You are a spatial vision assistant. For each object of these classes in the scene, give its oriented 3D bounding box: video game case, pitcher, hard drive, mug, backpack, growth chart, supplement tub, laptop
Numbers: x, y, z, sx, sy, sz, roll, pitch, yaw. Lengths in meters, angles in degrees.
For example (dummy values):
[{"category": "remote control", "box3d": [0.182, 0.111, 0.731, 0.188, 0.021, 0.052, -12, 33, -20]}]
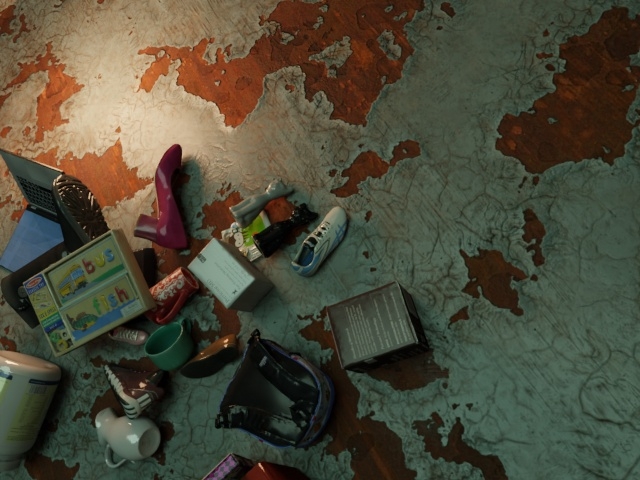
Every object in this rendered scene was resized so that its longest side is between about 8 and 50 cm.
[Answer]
[{"category": "video game case", "box3d": [-0.272, 0.649, 1.354, 0.232, 0.210, 0.042, -41, 62, -12]}, {"category": "pitcher", "box3d": [-0.577, 0.606, 1.584, 0.207, 0.125, 0.178, 0, 93, 33]}, {"category": "hard drive", "box3d": [-0.641, 0.153, 1.788, 0.171, 0.054, 0.255, -11, 69, 19]}, {"category": "mug", "box3d": [-0.443, 0.322, 1.617, 0.157, 0.098, 0.129, -37, 33, -17]}, {"category": "backpack", "box3d": [-0.101, 0.414, 1.392, 0.263, 0.213, 0.277, 21, 88, 35]}, {"category": "growth chart", "box3d": [-0.251, 0.007, 1.695, 0.237, 0.021, 0.172, -36, 64, 5]}, {"category": "supplement tub", "box3d": [-1.009, 0.542, 1.707, 0.235, 0.235, 0.325, 13, 78, 26]}, {"category": "laptop", "box3d": [-1.070, -0.072, 1.948, 0.381, 0.408, 0.236, 18, 47, 26]}, {"category": "mug", "box3d": [-0.470, 0.185, 1.682, 0.169, 0.113, 0.150, -39, 68, 1]}]

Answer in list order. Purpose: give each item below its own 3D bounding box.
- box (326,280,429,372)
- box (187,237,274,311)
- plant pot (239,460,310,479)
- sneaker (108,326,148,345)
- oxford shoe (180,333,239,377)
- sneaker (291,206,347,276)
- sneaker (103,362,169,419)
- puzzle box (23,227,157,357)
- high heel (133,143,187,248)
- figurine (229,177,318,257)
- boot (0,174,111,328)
[{"category": "box", "box3d": [0.150, 0.229, 1.371, 0.203, 0.168, 0.167, -23, 66, 14]}, {"category": "box", "box3d": [-0.259, 0.105, 1.559, 0.181, 0.182, 0.119, 43, 91, 16]}, {"category": "plant pot", "box3d": [-0.110, 0.700, 1.285, 0.267, 0.267, 0.236, -44, 50, 3]}, {"category": "sneaker", "box3d": [-0.630, 0.308, 1.723, 0.134, 0.070, 0.051, 4, 72, 22]}, {"category": "oxford shoe", "box3d": [-0.330, 0.350, 1.598, 0.212, 0.076, 0.076, -29, 34, 14]}, {"category": "sneaker", "box3d": [0.000, 0.000, 1.559, 0.085, 0.086, 0.237, 31, 85, 29]}, {"category": "sneaker", "box3d": [-0.559, 0.437, 1.647, 0.162, 0.107, 0.281, -26, 30, -28]}, {"category": "puzzle box", "box3d": [-0.729, 0.168, 1.662, 0.408, 0.052, 0.272, -28, 85, 19]}, {"category": "high heel", "box3d": [-0.493, -0.152, 1.827, 0.181, 0.127, 0.378, 15, 73, -3]}, {"category": "figurine", "box3d": [-0.147, -0.085, 1.643, 0.209, 0.092, 0.215, -36, 63, -11]}, {"category": "boot", "box3d": [-0.921, 0.043, 1.812, 0.445, 0.146, 0.367, -33, 84, 22]}]
